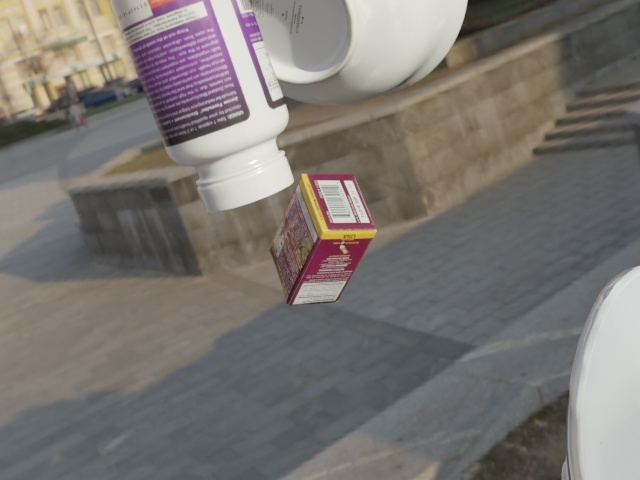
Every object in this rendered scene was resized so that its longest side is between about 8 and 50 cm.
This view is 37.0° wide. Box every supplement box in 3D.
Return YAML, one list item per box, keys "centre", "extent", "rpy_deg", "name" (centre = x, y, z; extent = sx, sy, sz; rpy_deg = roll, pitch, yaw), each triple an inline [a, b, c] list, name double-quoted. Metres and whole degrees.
- centre: [0.000, 0.000, 0.673]
  extent: [0.043, 0.055, 0.083]
  rpy_deg: [-1, -38, -26]
  name: "supplement box"

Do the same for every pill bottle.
- centre: [-0.090, -0.126, 0.791]
  extent: [0.108, 0.193, 0.108]
  rpy_deg: [-19, 10, 4]
  name: "pill bottle"

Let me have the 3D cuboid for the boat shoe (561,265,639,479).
- centre: [0.172, 0.141, 0.541]
  extent: [0.095, 0.258, 0.084]
  rpy_deg: [5, -2, -5]
  name: "boat shoe"

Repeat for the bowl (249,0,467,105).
- centre: [-0.008, -0.252, 0.977]
  extent: [0.298, 0.297, 0.134]
  rpy_deg: [-10, 29, 31]
  name: "bowl"
